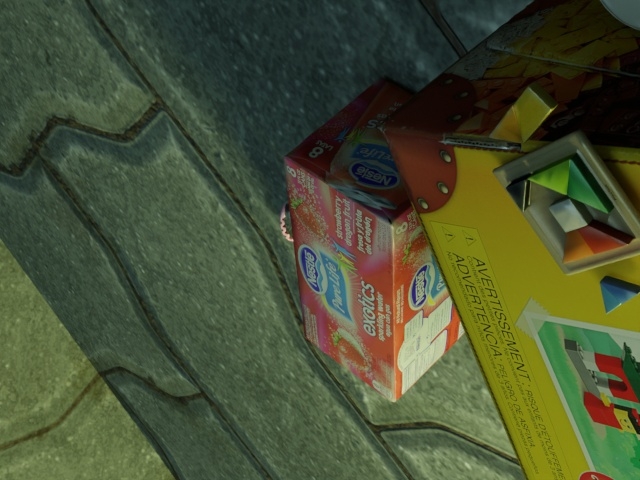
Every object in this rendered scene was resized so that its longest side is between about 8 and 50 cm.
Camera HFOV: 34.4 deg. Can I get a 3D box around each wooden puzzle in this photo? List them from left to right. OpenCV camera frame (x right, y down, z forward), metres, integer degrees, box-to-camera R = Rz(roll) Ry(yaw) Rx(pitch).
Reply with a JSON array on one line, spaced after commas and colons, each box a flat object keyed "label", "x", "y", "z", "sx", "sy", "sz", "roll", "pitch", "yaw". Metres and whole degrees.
[{"label": "wooden puzzle", "x": 0.119, "y": -0.016, "z": 0.497, "sx": 0.116, "sy": 0.014, "sz": 0.078, "roll": 50, "pitch": 153, "yaw": -1}]

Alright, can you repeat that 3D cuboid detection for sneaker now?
[{"label": "sneaker", "x": 0.000, "y": 0.000, "z": 1.097, "sx": 0.057, "sy": 0.047, "sz": 0.119, "roll": 5, "pitch": 136, "yaw": 40}]

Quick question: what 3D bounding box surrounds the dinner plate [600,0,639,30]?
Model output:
[{"label": "dinner plate", "x": 0.185, "y": -0.174, "z": 0.516, "sx": 0.141, "sy": 0.017, "sz": 0.141, "roll": -18, "pitch": 67, "yaw": 52}]

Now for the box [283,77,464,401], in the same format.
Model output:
[{"label": "box", "x": 0.060, "y": 0.006, "z": 0.913, "sx": 0.122, "sy": 0.128, "sz": 0.257, "roll": 33, "pitch": 149, "yaw": 28}]

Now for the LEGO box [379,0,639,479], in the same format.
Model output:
[{"label": "LEGO box", "x": 0.300, "y": 0.101, "z": 0.602, "sx": 0.372, "sy": 0.193, "sz": 0.500, "roll": 12, "pitch": 135, "yaw": 50}]
